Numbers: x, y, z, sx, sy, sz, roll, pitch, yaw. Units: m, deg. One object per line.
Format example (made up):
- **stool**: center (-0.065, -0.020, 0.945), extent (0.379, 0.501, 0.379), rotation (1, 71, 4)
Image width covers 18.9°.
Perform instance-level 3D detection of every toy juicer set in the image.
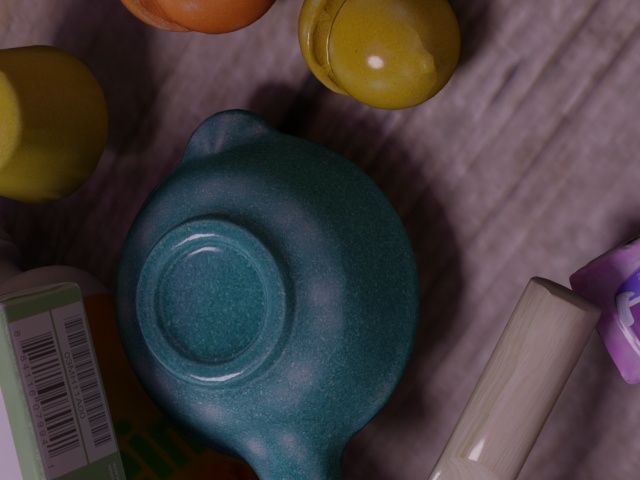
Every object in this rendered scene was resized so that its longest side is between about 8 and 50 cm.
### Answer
- **toy juicer set**: center (0.000, 0.000, 0.768), extent (0.209, 0.089, 0.329), rotation (-44, 74, 17)

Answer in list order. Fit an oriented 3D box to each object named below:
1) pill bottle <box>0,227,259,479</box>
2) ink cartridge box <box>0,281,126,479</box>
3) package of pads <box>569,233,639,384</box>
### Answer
- **pill bottle**: center (-0.115, 0.099, 0.854), extent (0.246, 0.136, 0.136), rotation (46, 128, 13)
- **ink cartridge box**: center (-0.185, 0.121, 0.785), extent (0.235, 0.056, 0.171), rotation (-12, 94, 30)
- **package of pads**: center (0.137, 0.015, 0.702), extent (0.083, 0.032, 0.050), rotation (-32, 86, 40)
